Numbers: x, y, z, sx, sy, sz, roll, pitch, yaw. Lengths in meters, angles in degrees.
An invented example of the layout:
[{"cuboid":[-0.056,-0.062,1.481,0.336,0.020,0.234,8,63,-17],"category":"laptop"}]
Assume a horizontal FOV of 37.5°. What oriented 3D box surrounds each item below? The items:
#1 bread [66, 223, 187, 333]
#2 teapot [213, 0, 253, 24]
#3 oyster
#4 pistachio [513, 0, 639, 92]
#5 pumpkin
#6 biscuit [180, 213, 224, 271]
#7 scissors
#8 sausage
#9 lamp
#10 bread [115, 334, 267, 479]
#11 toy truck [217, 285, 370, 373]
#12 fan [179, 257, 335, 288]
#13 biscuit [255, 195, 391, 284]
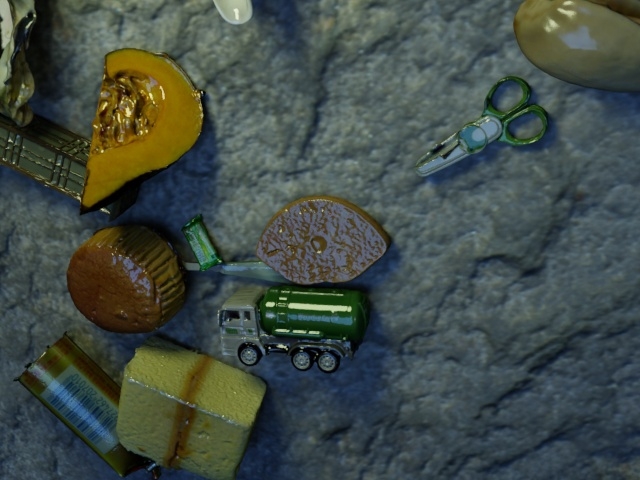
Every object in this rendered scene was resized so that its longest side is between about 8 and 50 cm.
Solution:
[{"cuboid":[-0.326,0.071,1.567,0.199,0.104,0.199,13,123,21],"category":"bread"},{"cuboid":[-0.141,-0.456,1.271,0.208,0.166,0.299,-8,120,34],"category":"teapot"},{"cuboid":[-0.481,-0.349,1.433,0.238,0.115,0.351,3,99,36],"category":"oyster"},{"cuboid":[0.353,-0.258,1.205,0.215,0.144,0.144,22,117,3],"category":"pistachio"},{"cuboid":[-0.272,-0.143,1.441,0.163,0.278,0.111,11,160,-16],"category":"pumpkin"},{"cuboid":[-0.196,0.006,1.548,0.046,0.016,0.089,-28,88,16],"category":"biscuit"},{"cuboid":[0.222,-0.148,1.350,0.204,0.027,0.101,-32,97,25],"category":"scissors"},{"cuboid":[-0.395,0.311,1.703,0.117,0.125,0.317,-39,100,28],"category":"sausage"},{"cuboid":[-0.452,-0.144,1.538,0.325,0.090,0.089,25,118,7],"category":"lamp"},{"cuboid":[-0.231,0.300,1.634,0.240,0.135,0.178,21,121,4],"category":"bread"},{"cuboid":[-0.041,0.134,1.518,0.243,0.101,0.125,1,109,15],"category":"toy truck"},{"cuboid":[-0.110,0.043,1.546,0.282,0.023,0.057,5,115,15],"category":"fan"},{"cuboid":[0.000,0.000,1.478,0.221,0.029,0.142,-7,101,19],"category":"biscuit"}]
